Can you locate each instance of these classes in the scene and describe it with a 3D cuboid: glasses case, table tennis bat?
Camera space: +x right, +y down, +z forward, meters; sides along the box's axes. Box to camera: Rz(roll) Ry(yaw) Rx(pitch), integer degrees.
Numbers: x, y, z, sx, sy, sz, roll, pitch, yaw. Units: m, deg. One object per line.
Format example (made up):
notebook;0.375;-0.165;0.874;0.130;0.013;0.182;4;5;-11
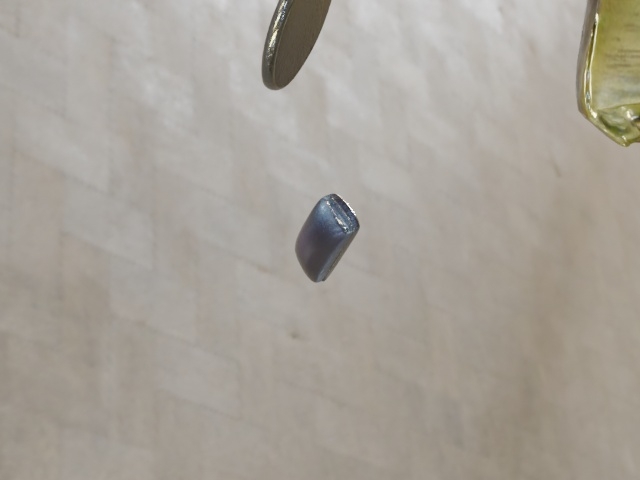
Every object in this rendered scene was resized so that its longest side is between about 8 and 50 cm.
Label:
glasses case;0.000;0.000;0.954;0.023;0.083;0.033;-30;75;-30
table tennis bat;-0.001;-0.245;1.401;0.027;0.150;0.236;23;55;10

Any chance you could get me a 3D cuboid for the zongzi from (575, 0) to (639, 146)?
zongzi;0.139;-0.118;0.320;0.084;0.184;0.187;-17;104;-43
